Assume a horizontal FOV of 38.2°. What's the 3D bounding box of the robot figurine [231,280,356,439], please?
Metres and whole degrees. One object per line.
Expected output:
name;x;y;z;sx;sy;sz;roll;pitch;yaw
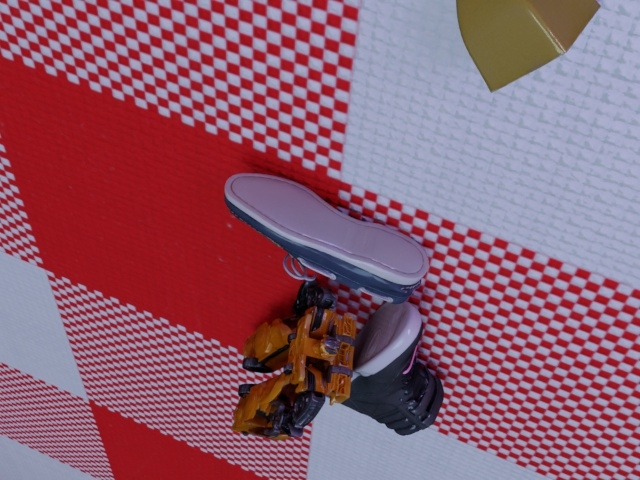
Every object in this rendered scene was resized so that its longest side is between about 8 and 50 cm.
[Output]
robot figurine;-0.037;0.175;1.265;0.085;0.211;0.291;16;155;-22

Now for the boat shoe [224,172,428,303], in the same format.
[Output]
boat shoe;0.000;0.000;1.089;0.255;0.095;0.079;21;135;-5

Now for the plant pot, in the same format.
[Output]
plant pot;0.158;-0.186;0.744;0.083;0.081;0.081;50;142;-13

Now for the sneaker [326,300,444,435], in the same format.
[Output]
sneaker;0.115;0.174;1.232;0.147;0.104;0.295;27;151;-3
